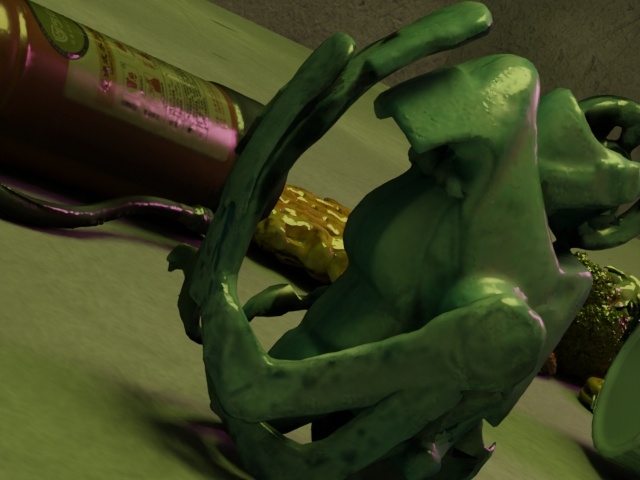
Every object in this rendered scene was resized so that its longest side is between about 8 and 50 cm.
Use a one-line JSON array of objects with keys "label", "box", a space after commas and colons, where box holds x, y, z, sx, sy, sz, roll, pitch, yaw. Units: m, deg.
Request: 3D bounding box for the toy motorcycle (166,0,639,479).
[{"label": "toy motorcycle", "box": [0.044, 0.009, 0.880, 0.206, 0.260, 0.154, 32, 7, -22]}]

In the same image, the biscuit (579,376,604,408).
[{"label": "biscuit", "box": [0.269, 0.150, 1.555, 0.084, 0.023, 0.084, 30, 8, -5]}]

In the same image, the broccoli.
[{"label": "broccoli", "box": [0.248, 0.070, 1.627, 0.120, 0.131, 0.130, -25, 41, -30]}]

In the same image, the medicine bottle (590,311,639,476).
[{"label": "medicine bottle", "box": [0.374, 0.171, 1.343, 0.318, 0.158, 0.158, 27, 9, -10]}]

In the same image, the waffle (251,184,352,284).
[{"label": "waffle", "box": [0.001, -0.002, 1.479, 0.245, 0.052, 0.254, 33, 10, 25]}]

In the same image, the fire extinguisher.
[{"label": "fire extinguisher", "box": [-0.167, -0.084, 1.197, 0.376, 0.113, 0.200, 21, 13, -44]}]

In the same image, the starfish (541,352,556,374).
[{"label": "starfish", "box": [0.142, 0.033, 1.538, 0.240, 0.043, 0.227, 52, 0, -25]}]
